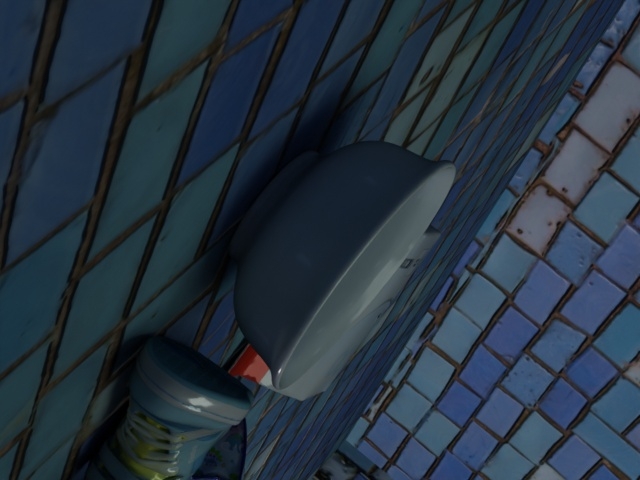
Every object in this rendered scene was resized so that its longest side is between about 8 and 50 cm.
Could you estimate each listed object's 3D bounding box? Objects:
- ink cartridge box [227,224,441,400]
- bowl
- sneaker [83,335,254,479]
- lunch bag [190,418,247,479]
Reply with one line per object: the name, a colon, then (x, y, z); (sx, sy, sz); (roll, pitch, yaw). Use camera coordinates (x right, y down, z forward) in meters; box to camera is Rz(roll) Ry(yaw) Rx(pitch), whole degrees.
ink cartridge box: (0.022, 0.092, 2.153); (0.308, 0.091, 0.385); (-53, 171, 10)
bowl: (0.000, 0.000, 1.584); (0.298, 0.134, 0.298); (-49, 169, -12)
sneaker: (-0.175, 0.217, 1.607); (0.208, 0.127, 0.319); (-52, 170, -3)
lunch bag: (-0.148, 0.287, 2.081); (0.129, 0.096, 0.151); (115, -13, -54)
